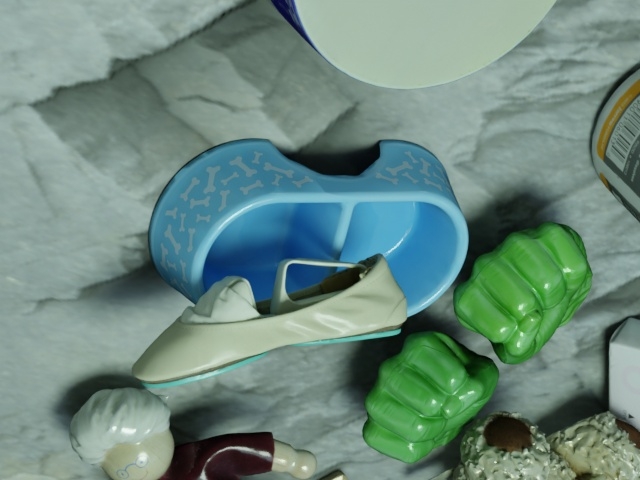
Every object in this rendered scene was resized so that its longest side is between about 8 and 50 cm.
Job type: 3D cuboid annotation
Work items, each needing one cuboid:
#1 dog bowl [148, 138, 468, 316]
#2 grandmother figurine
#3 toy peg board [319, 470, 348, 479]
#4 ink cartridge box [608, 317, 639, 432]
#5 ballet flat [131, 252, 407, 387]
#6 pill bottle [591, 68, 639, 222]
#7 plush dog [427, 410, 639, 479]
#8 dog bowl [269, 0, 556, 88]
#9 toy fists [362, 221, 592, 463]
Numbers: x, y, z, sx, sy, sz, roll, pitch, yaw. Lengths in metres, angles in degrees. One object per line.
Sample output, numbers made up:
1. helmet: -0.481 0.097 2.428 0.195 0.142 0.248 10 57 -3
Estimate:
1. dog bowl: 0.000 0.000 1.621 0.297 0.074 0.166 -1 122 -27
2. grandmother figurine: -0.094 0.253 1.683 0.208 0.104 0.342 -43 114 4
3. toy peg board: -0.007 0.342 1.815 0.161 0.079 0.161 -28 106 -8
4. ink cartridge box: 0.410 0.189 1.877 0.066 0.232 0.189 -44 141 -40
5. ballet flat: -0.045 0.059 1.549 0.248 0.086 0.086 -12 127 -22
6. pill bottle: 0.377 -0.040 1.652 0.162 0.278 0.162 -14 128 -19
7. plush dog: 0.228 0.309 1.823 0.262 0.225 0.210 7 138 -43
8. dog bowl: 0.076 -0.257 1.459 0.265 0.104 0.265 -14 127 -19
9. toy fists: 0.147 0.097 1.718 0.279 0.096 0.142 -47 156 10
